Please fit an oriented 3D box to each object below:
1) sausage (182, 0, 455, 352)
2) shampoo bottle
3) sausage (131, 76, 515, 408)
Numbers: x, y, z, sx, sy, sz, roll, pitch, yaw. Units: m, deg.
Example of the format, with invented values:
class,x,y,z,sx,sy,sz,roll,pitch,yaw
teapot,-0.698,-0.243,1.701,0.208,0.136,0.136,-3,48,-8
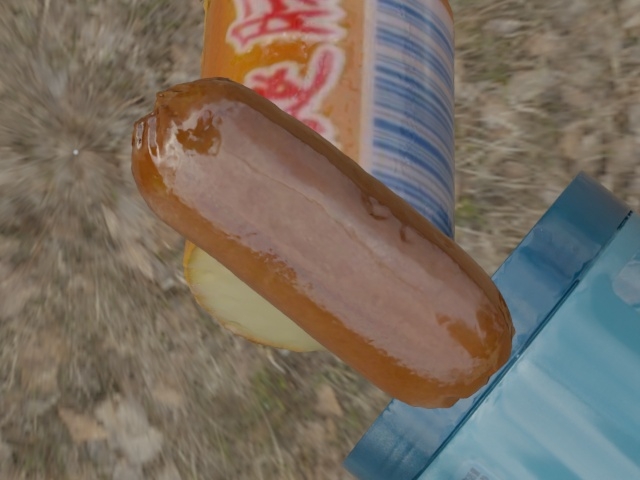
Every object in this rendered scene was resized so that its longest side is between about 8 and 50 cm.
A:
class,x,y,z,sx,sy,sz,roll,pitch,yaw
sausage,0.004,-0.078,1.617,0.233,0.233,0.287,7,60,-8
shampoo bottle,0.249,0.174,1.599,0.342,0.331,0.331,40,87,6
sausage,0.000,0.000,0.848,0.197,0.076,0.076,38,87,-12
